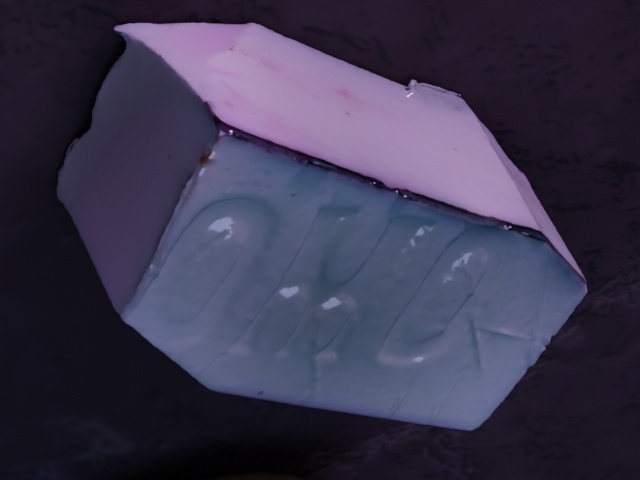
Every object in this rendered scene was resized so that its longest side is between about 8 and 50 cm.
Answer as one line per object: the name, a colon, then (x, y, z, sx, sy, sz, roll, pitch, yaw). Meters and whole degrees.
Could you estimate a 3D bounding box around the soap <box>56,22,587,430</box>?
soap: (0.000, 0.000, 0.671, 0.231, 0.091, 0.145, 12, 123, -32)

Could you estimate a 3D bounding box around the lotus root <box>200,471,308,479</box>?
lotus root: (-0.052, 0.168, 0.804, 0.183, 0.077, 0.090, -15, 140, -6)
